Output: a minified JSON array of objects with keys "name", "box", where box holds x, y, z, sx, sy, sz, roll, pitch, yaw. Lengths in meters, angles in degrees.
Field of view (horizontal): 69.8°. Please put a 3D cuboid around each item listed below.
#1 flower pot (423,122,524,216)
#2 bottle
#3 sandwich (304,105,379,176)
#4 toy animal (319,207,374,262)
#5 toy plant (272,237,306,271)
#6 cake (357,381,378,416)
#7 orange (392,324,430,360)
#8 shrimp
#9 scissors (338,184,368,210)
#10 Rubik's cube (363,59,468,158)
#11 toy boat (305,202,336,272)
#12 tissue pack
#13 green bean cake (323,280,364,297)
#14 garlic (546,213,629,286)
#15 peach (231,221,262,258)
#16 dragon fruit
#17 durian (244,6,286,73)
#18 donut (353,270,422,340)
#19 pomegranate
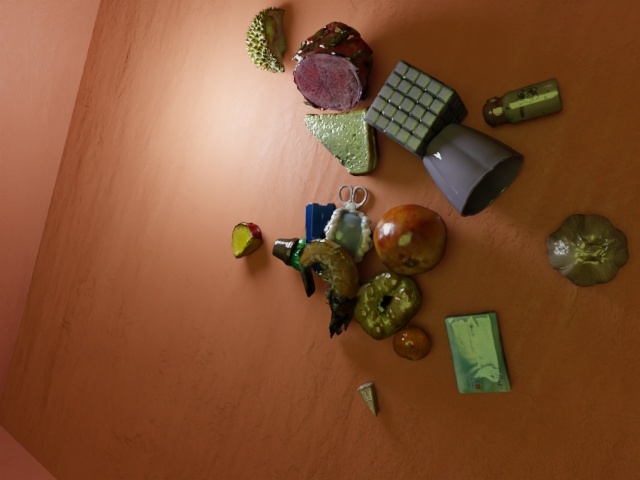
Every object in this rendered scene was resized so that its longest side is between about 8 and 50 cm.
[{"name":"flower pot","box":[0.486,-0.253,1.512,0.265,0.265,0.243,-47,64,18]},{"name":"bottle","box":[0.654,-0.443,1.501,0.233,0.110,0.110,-11,85,26]},{"name":"sandwich","box":[0.083,-0.373,1.754,0.288,0.099,0.254,4,108,28]},{"name":"toy animal","box":[0.104,-0.006,1.717,0.204,0.156,0.208,20,101,-4]},{"name":"toy plant","box":[-0.093,0.050,1.876,0.200,0.105,0.143,18,77,6]},{"name":"cake","box":[0.189,0.611,1.757,0.065,0.052,0.121,-18,83,20]},{"name":"orange","box":[0.328,0.368,1.647,0.135,0.135,0.117,15,73,25]},{"name":"shrimp","box":[0.021,0.187,1.715,0.272,0.085,0.445,21,129,31]},{"name":"scissors","box":[0.114,-0.097,1.806,0.118,0.030,0.242,11,96,22]},{"name":"Rubik's cube","box":[0.331,-0.438,1.589,0.238,0.237,0.237,41,108,22]},{"name":"toy boat","box":[0.000,0.000,1.825,0.129,0.088,0.295,-1,93,-14]},{"name":"tissue pack","box":[0.535,0.382,1.567,0.177,0.089,0.263,-12,85,24]},{"name":"green bean cake","box":[0.096,0.196,1.801,0.135,0.056,0.135,43,106,20]},{"name":"garlic","box":[0.814,0.030,1.398,0.228,0.152,0.228,3,95,31]},{"name":"peach","box":[-0.316,-0.002,1.986,0.127,0.092,0.172,30,114,28]},{"name":"dragon fruit","box":[0.080,-0.669,1.724,0.314,0.296,0.263,5,58,29]},{"name":"durian","box":[-0.227,-0.834,1.934,0.172,0.166,0.306,-27,70,54]},{"name":"donut","box":[0.246,0.228,1.687,0.261,0.128,0.208,-43,71,20]},{"name":"pomegranate","box":[0.319,-0.016,1.606,0.252,0.229,0.270,-9,43,27]}]
